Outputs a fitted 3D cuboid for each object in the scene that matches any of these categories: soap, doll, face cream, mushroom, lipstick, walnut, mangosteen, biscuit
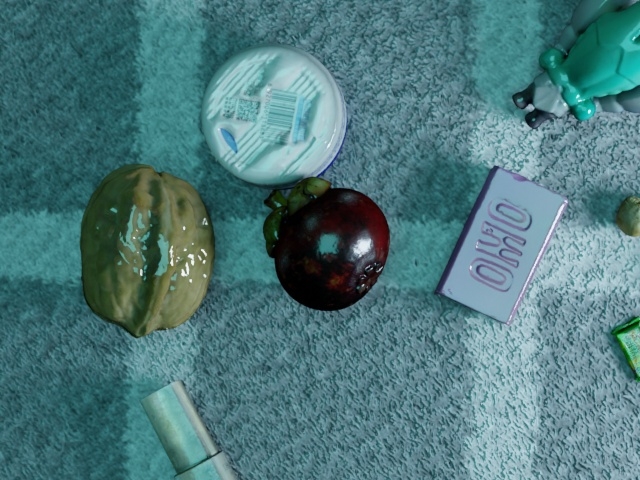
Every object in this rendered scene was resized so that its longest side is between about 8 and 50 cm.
[{"bbox_3d":[0.255,0.008,1.741,0.122,0.065,0.203,24,92,7],"label":"soap"},{"bbox_3d":[0.393,-0.265,1.707,0.258,0.153,0.195,-4,107,23],"label":"doll"},{"bbox_3d":[-0.066,-0.177,1.760,0.206,0.111,0.206,0,90,8],"label":"face cream"},{"bbox_3d":[0.518,-0.037,1.722,0.202,0.054,0.059,-2,87,2],"label":"mushroom"},{"bbox_3d":[-0.173,0.326,1.773,0.077,0.079,0.253,-28,86,5],"label":"lipstick"},{"bbox_3d":[-0.245,0.017,1.737,0.198,0.198,0.245,6,87,6],"label":"walnut"},{"bbox_3d":[0.000,0.000,1.720,0.200,0.200,0.200,0,89,6],"label":"mangosteen"},{"bbox_3d":[0.449,0.157,1.740,0.046,0.016,0.089,-25,86,5],"label":"biscuit"}]
